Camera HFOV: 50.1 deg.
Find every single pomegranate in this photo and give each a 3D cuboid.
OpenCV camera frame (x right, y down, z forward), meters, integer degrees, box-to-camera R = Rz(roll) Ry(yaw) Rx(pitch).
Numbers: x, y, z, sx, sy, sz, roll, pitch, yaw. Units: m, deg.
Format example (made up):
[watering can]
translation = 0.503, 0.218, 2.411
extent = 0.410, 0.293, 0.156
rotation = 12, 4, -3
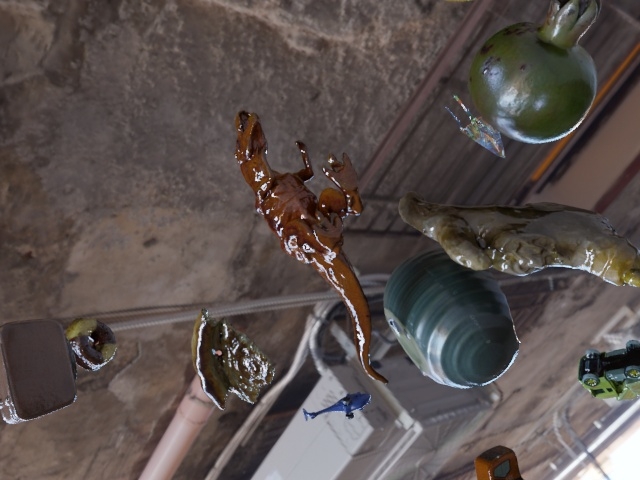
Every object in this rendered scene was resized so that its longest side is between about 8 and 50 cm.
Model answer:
[pomegranate]
translation = 0.314, -0.230, 0.952
extent = 0.179, 0.210, 0.179
rotation = 14, -115, -32

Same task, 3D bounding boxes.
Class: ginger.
[ginger]
translation = 0.261, -0.007, 0.895
extent = 0.333, 0.080, 0.166
rotation = 11, -152, 9

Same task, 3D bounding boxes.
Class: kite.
[kite]
translation = 0.302, -0.217, 1.307
extent = 0.160, 0.010, 0.183
rotation = 52, 173, 0

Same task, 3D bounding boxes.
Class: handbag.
[handbag]
translation = -0.568, 0.256, 1.363
extent = 0.151, 0.072, 0.193
rotation = -3, -106, -49

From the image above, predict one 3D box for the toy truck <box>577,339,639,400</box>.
[toy truck]
translation = 0.666, 0.287, 1.474
extent = 0.116, 0.191, 0.085
rotation = 50, -140, -21

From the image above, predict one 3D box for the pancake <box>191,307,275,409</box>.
[pancake]
translation = -0.242, 0.303, 1.669
extent = 0.257, 0.212, 0.056
rotation = 44, -152, -3

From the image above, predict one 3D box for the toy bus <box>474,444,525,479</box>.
[toy bus]
translation = 0.432, 0.678, 1.545
extent = 0.092, 0.093, 0.408
rotation = -8, -94, -14

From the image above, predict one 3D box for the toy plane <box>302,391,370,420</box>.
[toy plane]
translation = 0.042, 0.397, 1.636
extent = 0.167, 0.054, 0.062
rotation = -16, -159, -12

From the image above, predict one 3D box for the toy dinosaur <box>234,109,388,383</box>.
[toy dinosaur]
translation = 0.000, 0.000, 0.881
extent = 0.097, 0.208, 0.432
rotation = -26, -95, -24

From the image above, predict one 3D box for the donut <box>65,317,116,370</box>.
[donut]
translation = -0.579, 0.257, 1.731
extent = 0.140, 0.059, 0.140
rotation = 44, -145, -43

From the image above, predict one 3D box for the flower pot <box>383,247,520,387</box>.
[flower pot]
translation = 0.190, 0.113, 1.021
extent = 0.189, 0.157, 0.243
rotation = 67, 171, -28
